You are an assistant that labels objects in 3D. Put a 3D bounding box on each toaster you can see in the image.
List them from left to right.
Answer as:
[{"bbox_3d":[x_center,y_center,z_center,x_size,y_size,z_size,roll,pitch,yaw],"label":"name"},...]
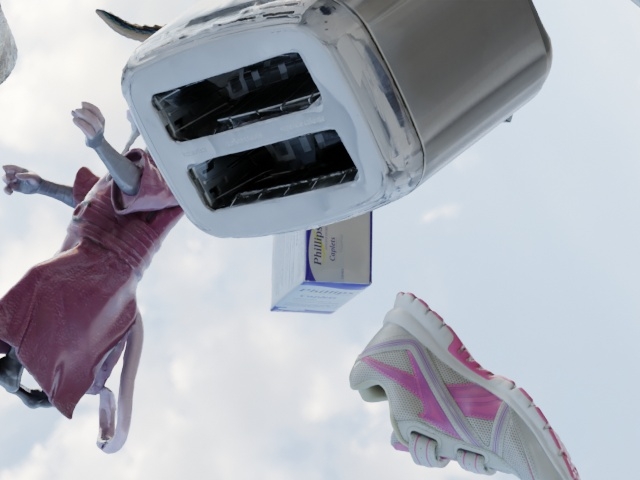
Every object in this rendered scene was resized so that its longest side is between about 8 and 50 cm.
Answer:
[{"bbox_3d":[0.009,-0.084,0.785,0.146,0.227,0.129,-42,-67,-41],"label":"toaster"}]

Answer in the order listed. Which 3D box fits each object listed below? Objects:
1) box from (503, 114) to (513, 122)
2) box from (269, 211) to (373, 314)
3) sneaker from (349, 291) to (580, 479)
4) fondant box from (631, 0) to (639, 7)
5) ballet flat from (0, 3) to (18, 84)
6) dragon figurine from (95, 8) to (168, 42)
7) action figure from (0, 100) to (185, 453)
[{"bbox_3d":[0.046,-0.106,0.996,0.094,0.137,0.027,31,-110,-47],"label":"box"},{"bbox_3d":[0.000,0.000,1.581,0.072,0.137,0.126,5,-106,-15],"label":"box"},{"bbox_3d":[0.123,0.161,1.358,0.252,0.111,0.103,42,175,33],"label":"sneaker"},{"bbox_3d":[0.223,-0.363,1.305,0.330,0.096,0.238,33,-134,-28],"label":"fondant box"},{"bbox_3d":[-0.359,-0.169,1.145,0.164,0.182,0.483,42,-149,12],"label":"ballet flat"},{"bbox_3d":[-0.013,-0.207,1.145,0.085,0.289,0.144,59,-151,-70],"label":"dragon figurine"},{"bbox_3d":[-0.211,0.009,1.615,0.276,0.248,0.370,38,-101,-15],"label":"action figure"}]
